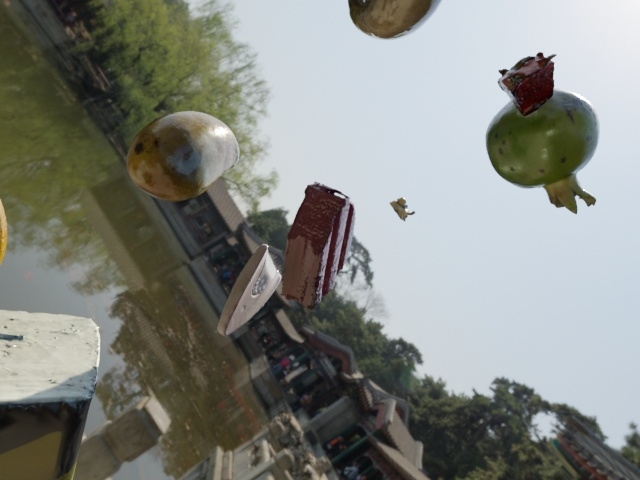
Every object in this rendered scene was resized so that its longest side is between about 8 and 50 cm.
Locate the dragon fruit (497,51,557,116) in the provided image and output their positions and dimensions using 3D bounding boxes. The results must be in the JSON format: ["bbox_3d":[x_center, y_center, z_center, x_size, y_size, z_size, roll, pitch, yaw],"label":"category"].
[{"bbox_3d":[0.436,-0.348,0.957,0.147,0.102,0.096,33,34,-58],"label":"dragon fruit"}]

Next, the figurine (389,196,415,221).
[{"bbox_3d":[0.261,-0.104,1.430,0.083,0.050,0.047,57,14,21],"label":"figurine"}]

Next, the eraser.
[{"bbox_3d":[-0.201,0.143,1.202,0.059,0.243,0.204,28,-22,19],"label":"eraser"}]

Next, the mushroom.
[{"bbox_3d":[0.161,-0.678,1.072,0.362,0.294,0.362,-171,-90,-72],"label":"mushroom"}]

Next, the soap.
[{"bbox_3d":[0.000,0.000,1.069,0.112,0.182,0.289,21,-55,16],"label":"soap"}]

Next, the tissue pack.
[{"bbox_3d":[-0.554,0.351,0.759,0.253,0.264,0.417,51,-55,55],"label":"tissue pack"}]

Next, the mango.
[{"bbox_3d":[-0.290,-0.192,1.014,0.146,0.316,0.193,21,-64,25],"label":"mango"}]

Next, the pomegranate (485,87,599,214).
[{"bbox_3d":[0.566,-0.224,1.113,0.341,0.260,0.260,60,-11,8],"label":"pomegranate"}]

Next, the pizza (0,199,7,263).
[{"bbox_3d":[-0.718,-0.015,0.871,0.074,0.182,0.365,-106,-148,-54],"label":"pizza"}]
